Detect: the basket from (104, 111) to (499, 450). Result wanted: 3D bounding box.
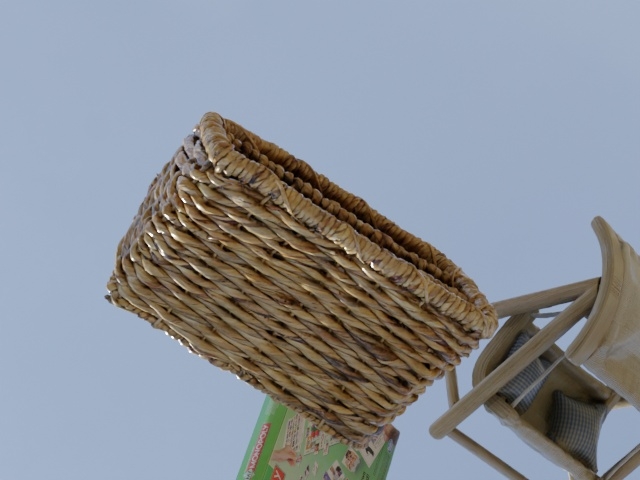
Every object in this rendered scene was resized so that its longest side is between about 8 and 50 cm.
[{"bbox_3d":[0.000,0.000,1.410,0.299,0.223,0.213,32,-139,-11],"label":"basket"}]

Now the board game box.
[{"bbox_3d":[-0.013,0.307,1.920,0.213,0.046,0.317,49,-135,-32],"label":"board game box"}]

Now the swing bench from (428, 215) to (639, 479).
[{"bbox_3d":[0.281,0.146,1.679,0.253,0.254,0.165,37,-146,-36],"label":"swing bench"}]
